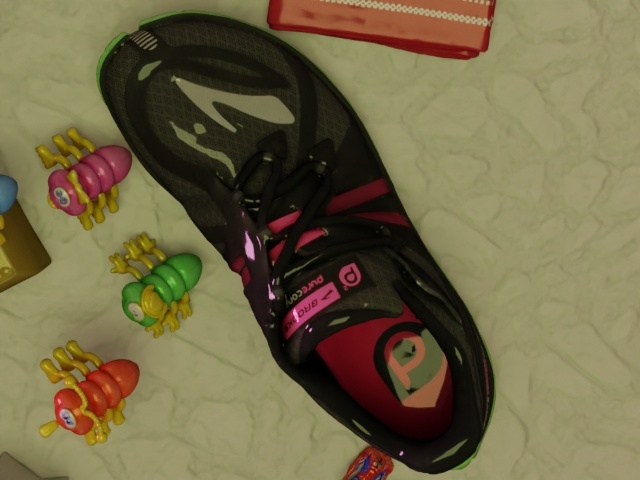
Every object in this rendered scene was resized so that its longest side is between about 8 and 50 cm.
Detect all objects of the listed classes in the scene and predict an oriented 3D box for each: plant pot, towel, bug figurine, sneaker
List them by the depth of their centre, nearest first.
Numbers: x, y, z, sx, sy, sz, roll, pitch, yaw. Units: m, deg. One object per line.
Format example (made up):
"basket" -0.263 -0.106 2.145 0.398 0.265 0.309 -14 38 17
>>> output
"sneaker" 0.000 0.000 1.557 0.185 0.202 0.483 -40 101 5
"bug figurine" -0.209 0.026 1.565 0.216 0.072 0.279 -42 107 -34
"towel" 0.066 -0.302 1.584 0.198 0.031 0.275 7 100 -2
"plant pot" -0.293 0.012 1.608 0.081 0.083 0.081 -27 102 3

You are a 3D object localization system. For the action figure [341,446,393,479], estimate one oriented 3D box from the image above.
"action figure" 0.034 0.230 1.697 0.038 0.030 0.115 36 96 -4

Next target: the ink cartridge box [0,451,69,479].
"ink cartridge box" -0.289 0.267 1.658 0.090 0.092 0.143 38 97 -8
